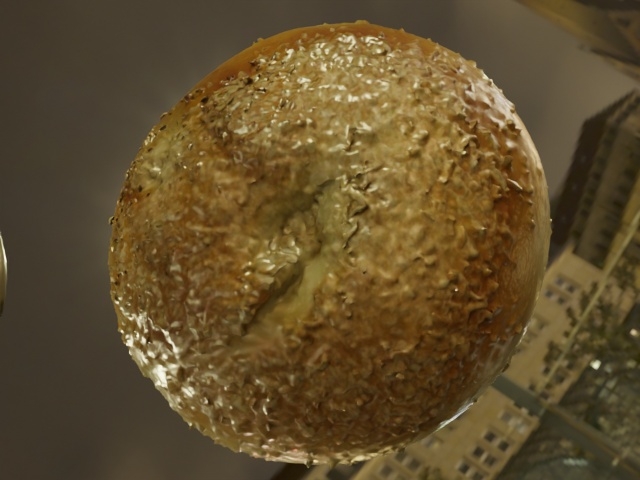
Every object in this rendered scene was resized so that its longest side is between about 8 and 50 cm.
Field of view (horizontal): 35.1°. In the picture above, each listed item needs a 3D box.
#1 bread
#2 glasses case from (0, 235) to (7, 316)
[{"bbox_3d":[0.000,0.000,0.657,0.305,0.306,0.159,-57,-14,1],"label":"bread"},{"bbox_3d":[-0.236,-0.087,0.381,0.157,0.425,0.098,-4,-45,-32],"label":"glasses case"}]
